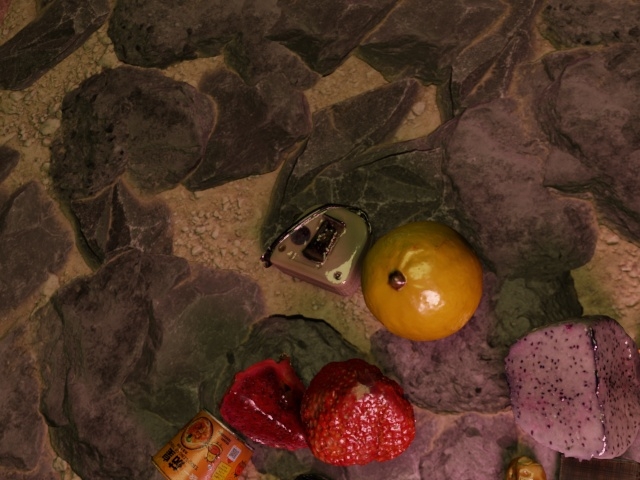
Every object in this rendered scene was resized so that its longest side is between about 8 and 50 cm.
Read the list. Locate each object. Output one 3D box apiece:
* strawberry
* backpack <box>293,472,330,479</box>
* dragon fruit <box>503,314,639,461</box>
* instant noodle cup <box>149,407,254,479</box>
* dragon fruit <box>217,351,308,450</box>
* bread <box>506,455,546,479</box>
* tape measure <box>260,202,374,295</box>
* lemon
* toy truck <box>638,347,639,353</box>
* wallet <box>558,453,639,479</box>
[{"bbox_3d":[0.080,0.370,1.384,0.250,0.288,0.238,-13,52,-10],"label":"strawberry"},{"bbox_3d":[-0.038,0.668,1.390,0.206,0.133,0.258,24,83,29],"label":"backpack"},{"bbox_3d":[0.538,0.303,1.323,0.221,0.204,0.283,-12,78,44],"label":"dragon fruit"},{"bbox_3d":[-0.273,0.519,1.487,0.216,0.216,0.172,31,70,27],"label":"instant noodle cup"},{"bbox_3d":[-0.126,0.381,1.530,0.134,0.262,0.211,-30,25,42],"label":"dragon fruit"},{"bbox_3d":[0.424,0.634,1.273,0.077,0.084,0.367,15,66,-19],"label":"bread"},{"bbox_3d":[0.000,0.000,1.660,0.271,0.133,0.231,17,74,26],"label":"tape measure"},{"bbox_3d":[0.237,0.093,1.446,0.297,0.297,0.297,-7,66,15],"label":"lemon"},{"bbox_3d":[0.796,0.287,1.277,0.114,0.135,0.270,-40,57,1],"label":"toy truck"},{"bbox_3d":[0.538,0.579,1.214,0.169,0.044,0.317,-10,47,39],"label":"wallet"}]
